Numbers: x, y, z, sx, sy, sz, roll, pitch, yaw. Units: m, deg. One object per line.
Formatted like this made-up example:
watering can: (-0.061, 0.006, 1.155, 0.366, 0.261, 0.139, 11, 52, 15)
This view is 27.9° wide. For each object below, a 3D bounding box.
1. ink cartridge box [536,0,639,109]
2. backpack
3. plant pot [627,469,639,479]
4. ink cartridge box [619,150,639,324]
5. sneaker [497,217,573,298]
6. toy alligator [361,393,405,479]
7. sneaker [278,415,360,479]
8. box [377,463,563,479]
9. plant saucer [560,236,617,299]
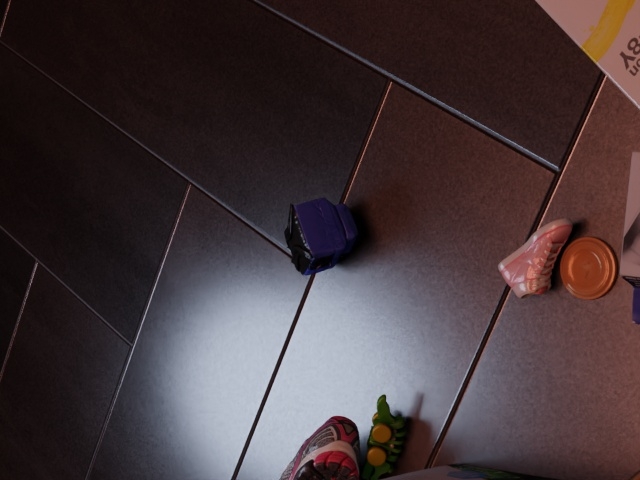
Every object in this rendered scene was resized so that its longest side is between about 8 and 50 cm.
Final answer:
ink cartridge box: (0.423, -0.338, 1.545, 0.279, 0.160, 0.385, -53, 57, 28)
backpack: (0.000, 0.000, 1.972, 0.120, 0.101, 0.098, 119, 139, -65)
plant pot: (0.439, 0.373, 1.526, 0.110, 0.237, 0.237, 100, 157, -77)
ink cartridge box: (0.474, 0.006, 1.572, 0.223, 0.045, 0.224, 6, 94, 42)
sneaker: (0.300, 0.029, 1.728, 0.134, 0.051, 0.070, -45, 59, 39)
toy alligator: (0.093, 0.320, 1.918, 0.051, 0.056, 0.190, 11, 104, 0)
sneaker: (-0.012, 0.388, 1.980, 0.299, 0.121, 0.112, -54, 15, 41)
box: (0.236, 0.346, 1.660, 0.322, 0.232, 0.058, 3, 92, 42)
plant saucer: (0.353, 0.037, 1.705, 0.083, 0.013, 0.083, 0, 90, 43)
